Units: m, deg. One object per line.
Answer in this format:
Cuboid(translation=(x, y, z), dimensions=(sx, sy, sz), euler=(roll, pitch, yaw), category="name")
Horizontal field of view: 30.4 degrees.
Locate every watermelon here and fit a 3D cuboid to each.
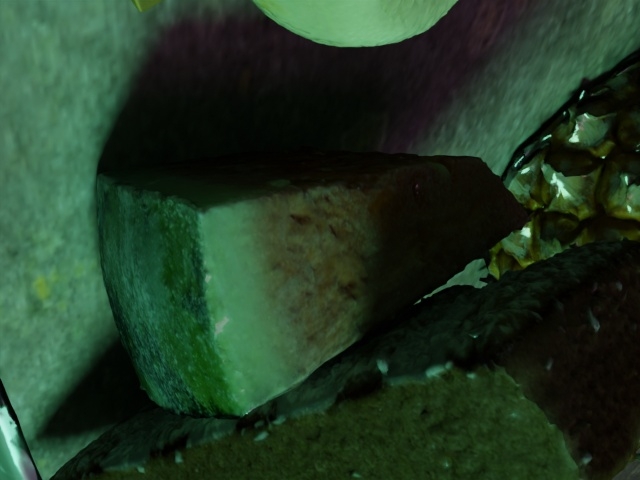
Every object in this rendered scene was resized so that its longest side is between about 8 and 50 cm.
Cuboid(translation=(0.000, 0.000, 0.690), dimensions=(0.257, 0.193, 0.139), euler=(-19, 104, -30), category="watermelon")

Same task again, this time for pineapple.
Cuboid(translation=(0.327, 0.020, 0.958), dimensions=(0.352, 0.300, 0.352), euler=(-33, 150, -22), category="pineapple")

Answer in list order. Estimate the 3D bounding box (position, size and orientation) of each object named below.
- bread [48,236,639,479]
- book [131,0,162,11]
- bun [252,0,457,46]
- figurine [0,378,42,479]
Cuboid(translation=(0.006, 0.116, 0.728), dimensions=(0.416, 0.113, 0.165), euler=(-23, -178, 40), category="bread")
Cuboid(translation=(-0.049, -0.181, 0.490), dimensions=(0.118, 0.012, 0.172), euler=(-33, 152, -11), category="book")
Cuboid(translation=(0.019, -0.185, 0.436), dimensions=(0.222, 0.127, 0.222), euler=(-51, 158, -30), category="bun")
Cuboid(translation=(-0.294, 0.146, 0.477), dimensions=(0.340, 0.231, 0.323), euler=(-30, 151, -25), category="figurine")
